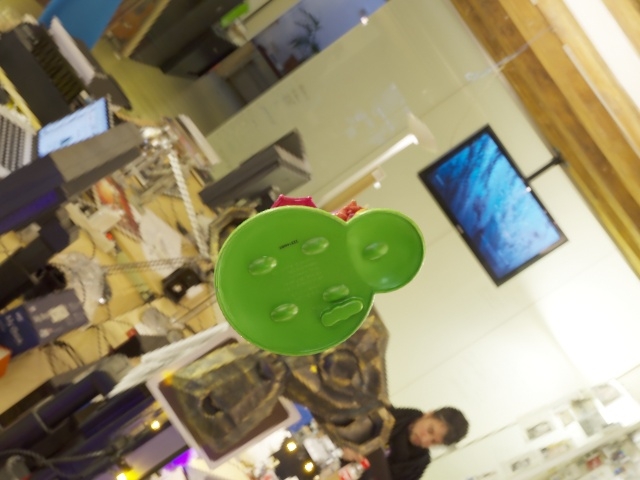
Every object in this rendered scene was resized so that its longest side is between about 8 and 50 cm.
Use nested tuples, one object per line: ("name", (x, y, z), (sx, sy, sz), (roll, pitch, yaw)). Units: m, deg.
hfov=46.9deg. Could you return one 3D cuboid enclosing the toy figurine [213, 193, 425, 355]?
("toy figurine", (0.000, 0.000, 0.656), (0.159, 0.173, 0.130), (-89, 156, -70))
